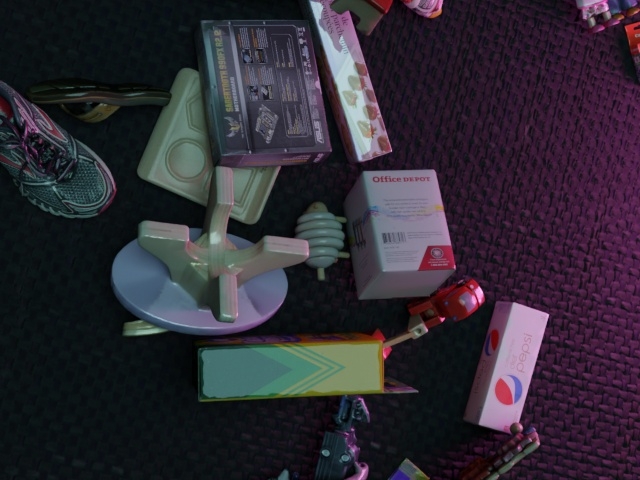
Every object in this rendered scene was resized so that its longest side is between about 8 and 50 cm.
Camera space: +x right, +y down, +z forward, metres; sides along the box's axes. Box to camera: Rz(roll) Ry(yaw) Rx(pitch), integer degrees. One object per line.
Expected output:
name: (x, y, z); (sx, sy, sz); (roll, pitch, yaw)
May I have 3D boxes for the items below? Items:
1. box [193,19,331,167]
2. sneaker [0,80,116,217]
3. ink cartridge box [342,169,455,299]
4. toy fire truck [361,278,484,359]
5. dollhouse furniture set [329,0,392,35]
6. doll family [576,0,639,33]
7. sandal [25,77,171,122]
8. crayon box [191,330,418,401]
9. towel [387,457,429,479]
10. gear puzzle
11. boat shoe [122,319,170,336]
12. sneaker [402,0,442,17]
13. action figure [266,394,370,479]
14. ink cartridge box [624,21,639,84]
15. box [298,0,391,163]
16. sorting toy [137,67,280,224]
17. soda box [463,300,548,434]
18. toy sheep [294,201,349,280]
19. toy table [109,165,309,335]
box: (-0.092, -0.232, 1.767); (0.183, 0.056, 0.231); (-5, 75, -20)
sneaker: (-0.437, -0.138, 1.668); (0.299, 0.112, 0.121); (37, 79, -13)
ink cartridge box: (0.122, -0.010, 1.799); (0.128, 0.127, 0.176); (-1, 67, -17)
toy fire truck: (0.163, 0.131, 1.830); (0.135, 0.192, 0.047); (-40, 102, -42)
dollhouse furniture set: (0.090, -0.534, 1.746); (0.201, 0.152, 0.374); (33, 56, -14)
doll family: (0.537, -0.482, 1.982); (0.262, 0.118, 0.163); (-22, 102, 2)
sandal: (-0.339, -0.211, 1.725); (0.219, 0.090, 0.060); (-1, 111, -24)
crayon box: (-0.031, 0.188, 1.715); (0.322, 0.203, 0.083); (-1, 89, -9)
towel: (0.139, 0.415, 1.883); (0.060, 0.009, 0.083); (42, 78, -11)
gear puzzle: (0.210, 0.406, 1.819); (0.339, 0.175, 0.044); (-39, 81, 5)
boat shoe: (-0.232, 0.110, 1.754); (0.170, 0.063, 0.059); (-13, 90, -26)
sneaker: (0.209, -0.475, 1.894); (0.092, 0.088, 0.225); (39, 78, -33)
action figure: (0.039, 0.409, 1.722); (0.330, 0.178, 0.342); (7, 95, 23)
ink cartridge box: (0.595, -0.340, 2.024); (0.062, 0.029, 0.115); (-18, 94, -16)
box: (0.034, -0.287, 1.837); (0.063, 0.067, 0.324); (-19, 95, -16)
sorting toy: (-0.164, -0.149, 1.792); (0.208, 0.038, 0.193); (23, 82, -11)
soda box: (0.315, 0.216, 1.909); (0.073, 0.069, 0.216); (19, 84, -15)
toy sheep: (0.000, 0.000, 1.811); (0.091, 0.091, 0.132); (-2, 71, -17)
toy table: (-0.165, 0.034, 1.688); (0.274, 0.161, 0.252); (-5, 63, -24)
